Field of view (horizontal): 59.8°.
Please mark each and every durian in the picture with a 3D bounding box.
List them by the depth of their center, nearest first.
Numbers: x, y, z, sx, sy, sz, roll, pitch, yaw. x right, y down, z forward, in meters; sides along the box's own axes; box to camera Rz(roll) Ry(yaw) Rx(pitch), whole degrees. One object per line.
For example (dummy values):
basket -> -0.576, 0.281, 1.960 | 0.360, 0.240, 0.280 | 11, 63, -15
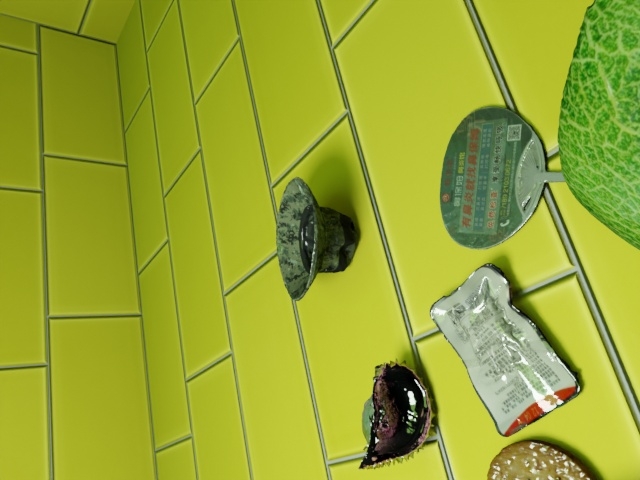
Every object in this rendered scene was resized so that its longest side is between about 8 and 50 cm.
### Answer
durian -> 0.133, 0.302, 0.969 | 0.108, 0.119, 0.187 | 86, -167, -78

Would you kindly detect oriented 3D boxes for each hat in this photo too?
hat -> 0.000, 0.000, 1.128 | 0.265, 0.128, 0.266 | -177, 90, -68

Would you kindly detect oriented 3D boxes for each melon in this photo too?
melon -> 0.420, -0.070, 0.513 | 0.343, 0.226, 0.331 | 49, 162, 45

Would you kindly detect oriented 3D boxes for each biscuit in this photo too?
biscuit -> 0.308, 0.368, 0.758 | 0.188, 0.027, 0.188 | -7, 81, 51

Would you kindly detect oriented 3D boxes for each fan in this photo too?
fan -> 0.285, -0.119, 0.851 | 0.294, 0.012, 0.223 | -37, 57, 46

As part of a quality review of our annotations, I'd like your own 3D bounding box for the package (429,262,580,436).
package -> 0.265, 0.158, 0.834 | 0.232, 0.040, 0.166 | 60, 135, 27
